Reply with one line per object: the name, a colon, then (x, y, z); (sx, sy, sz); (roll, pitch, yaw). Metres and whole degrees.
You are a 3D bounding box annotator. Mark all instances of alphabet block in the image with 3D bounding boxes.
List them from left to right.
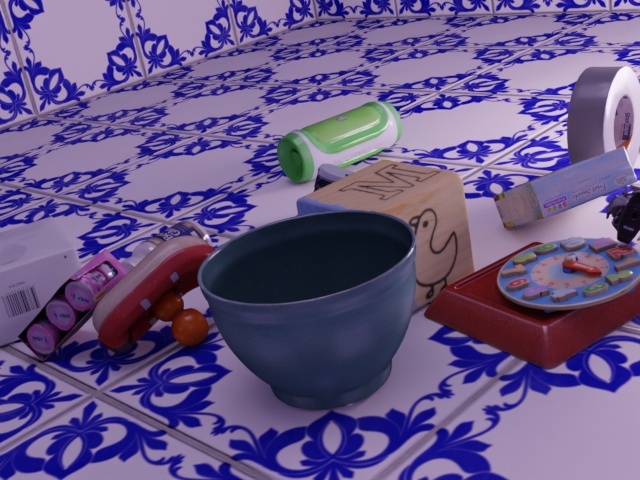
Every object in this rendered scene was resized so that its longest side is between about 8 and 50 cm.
alphabet block: (0.106, -0.004, 1.449); (0.197, 0.192, 0.193); (-28, 29, -32)

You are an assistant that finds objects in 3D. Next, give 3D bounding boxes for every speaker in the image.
speaker: (0.047, -0.235, 2.116); (0.297, 0.131, 0.131); (-25, 26, -30)

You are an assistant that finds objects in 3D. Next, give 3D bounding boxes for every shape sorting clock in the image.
shape sorting clock: (0.356, 0.042, 1.287); (0.206, 0.040, 0.206); (-9, 22, 4)

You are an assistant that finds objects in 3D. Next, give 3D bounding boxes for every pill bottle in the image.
pill bottle: (-0.288, 0.034, 1.664); (0.094, 0.094, 0.169); (7, 29, 38)

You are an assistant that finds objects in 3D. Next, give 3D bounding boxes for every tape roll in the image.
tape roll: (0.546, -0.222, 1.720); (0.072, 0.219, 0.219); (6, 28, 37)

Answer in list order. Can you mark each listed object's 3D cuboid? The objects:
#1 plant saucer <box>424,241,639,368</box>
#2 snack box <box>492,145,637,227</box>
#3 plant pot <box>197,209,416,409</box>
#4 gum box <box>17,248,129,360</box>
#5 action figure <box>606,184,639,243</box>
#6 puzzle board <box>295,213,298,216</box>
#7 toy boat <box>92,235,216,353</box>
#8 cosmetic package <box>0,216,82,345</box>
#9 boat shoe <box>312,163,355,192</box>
plant saucer: (0.327, 0.078, 1.333); (0.259, 0.047, 0.258); (-24, 25, -28)
snack box: (0.411, -0.087, 1.540); (0.175, 0.070, 0.207); (-21, -3, -6)
plant pot: (-0.002, 0.104, 1.227); (0.293, 0.196, 0.293); (-10, 21, 4)
gum box: (-0.398, 0.103, 1.466); (0.188, 0.062, 0.107); (-42, 5, 31)
action figure: (0.532, -0.036, 1.388); (0.185, 0.099, 0.285); (10, 4, 26)
puzzle board: (0.000, 0.000, 1.590); (0.096, 0.011, 0.128); (-40, 72, -17)
toy boat: (-0.238, 0.105, 1.431); (0.231, 0.151, 0.151); (-45, -9, -15)
cosmetic package: (-0.557, 0.076, 1.635); (0.224, 0.138, 0.225); (-20, 25, -20)
boat shoe: (0.073, -0.090, 1.846); (0.183, 0.083, 0.065); (21, 29, 6)
